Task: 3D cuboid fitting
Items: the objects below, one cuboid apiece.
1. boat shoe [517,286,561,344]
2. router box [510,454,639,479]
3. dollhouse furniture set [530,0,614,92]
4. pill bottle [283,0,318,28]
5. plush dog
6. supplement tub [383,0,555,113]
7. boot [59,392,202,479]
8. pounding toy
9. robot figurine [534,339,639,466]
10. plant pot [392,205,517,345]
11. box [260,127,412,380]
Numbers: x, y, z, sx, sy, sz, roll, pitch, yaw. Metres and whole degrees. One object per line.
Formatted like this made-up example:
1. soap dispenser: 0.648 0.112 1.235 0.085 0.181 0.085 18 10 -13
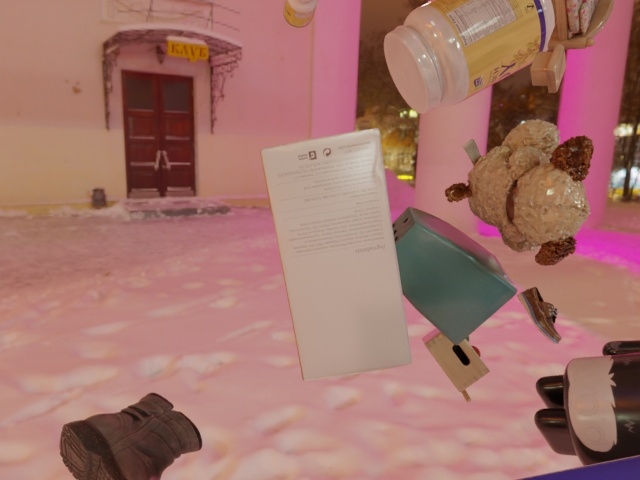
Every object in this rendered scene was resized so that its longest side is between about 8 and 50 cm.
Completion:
1. boat shoe: 0.611 0.198 1.373 0.066 0.066 0.183 30 27 -37
2. router box: 0.248 0.348 0.538 0.334 0.301 0.082 -9 42 -4
3. dollhouse furniture set: 0.374 -0.414 0.593 0.173 0.356 0.303 14 -18 36
4. pill bottle: -0.038 -0.479 1.003 0.065 0.065 0.116 0 -1 -10
5. plush dog: 0.371 -0.079 0.895 0.210 0.263 0.225 -6 17 -23
6. supplement tub: 0.343 -0.470 1.184 0.331 0.241 0.241 -29 14 -2
7. boot: -0.302 0.417 0.928 0.338 0.118 0.222 39 25 29
8. pounding toy: 0.330 0.282 1.180 0.094 0.181 0.206 -37 -9 3
9. robot figurine: 0.461 0.249 0.712 0.278 0.209 0.173 -16 -17 36
10. plant pot: 0.236 0.052 1.017 0.234 0.166 0.165 38 20 -13
11. box: 0.027 0.010 0.802 0.168 0.346 0.215 -10 10 2
